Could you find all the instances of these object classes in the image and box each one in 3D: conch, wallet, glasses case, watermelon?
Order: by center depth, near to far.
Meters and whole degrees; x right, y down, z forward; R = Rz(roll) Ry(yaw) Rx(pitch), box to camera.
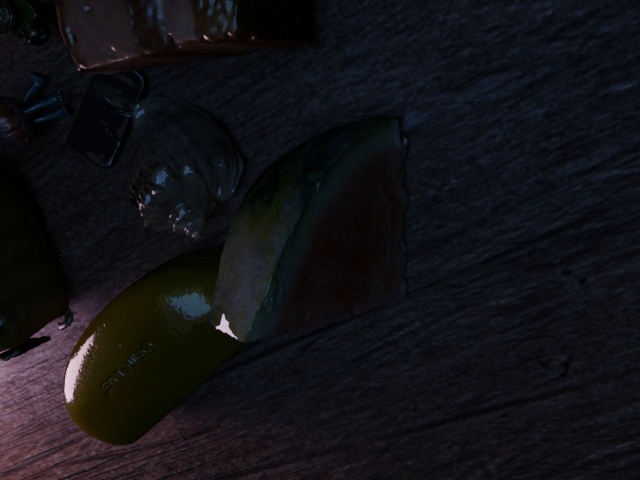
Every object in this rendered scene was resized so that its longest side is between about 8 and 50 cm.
[{"bbox_3d":[0.000,0.000,0.745,0.192,0.232,0.311,8,66,18],"label":"watermelon"},{"bbox_3d":[-0.186,-0.101,0.824,0.155,0.130,0.207,-19,78,-10],"label":"conch"},{"bbox_3d":[-0.296,-0.179,0.861,0.082,0.018,0.157,36,114,3],"label":"wallet"},{"bbox_3d":[-0.240,0.154,0.891,0.173,0.141,0.371,46,115,-1],"label":"glasses case"}]

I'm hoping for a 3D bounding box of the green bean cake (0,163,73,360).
[{"bbox_3d":[-0.574,0.053,0.933,0.284,0.202,0.310,-16,102,25],"label":"green bean cake"}]

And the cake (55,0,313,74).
[{"bbox_3d":[-0.172,-0.295,0.690,0.292,0.196,0.199,-3,106,24],"label":"cake"}]

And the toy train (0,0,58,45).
[{"bbox_3d":[-0.408,-0.367,0.793,0.137,0.090,0.226,-38,94,22],"label":"toy train"}]

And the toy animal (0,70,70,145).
[{"bbox_3d":[-0.446,-0.154,0.833,0.100,0.208,0.103,23,146,46],"label":"toy animal"}]
